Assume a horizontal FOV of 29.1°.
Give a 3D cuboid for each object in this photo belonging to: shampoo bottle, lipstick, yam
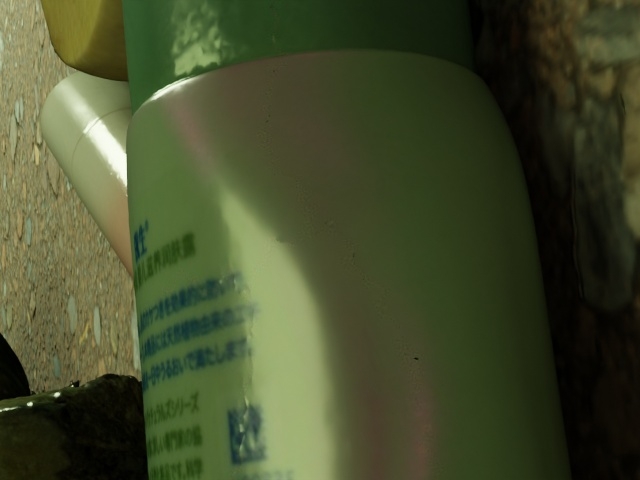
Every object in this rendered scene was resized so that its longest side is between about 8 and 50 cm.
[{"bbox_3d":[0.000,0.000,0.494,0.222,0.151,0.349,141,125,-68],"label":"shampoo bottle"},{"bbox_3d":[-0.119,-0.038,0.846,0.327,0.087,0.087,-136,49,-58],"label":"lipstick"},{"bbox_3d":[-0.202,0.255,0.927,0.195,0.195,0.300,158,109,-65],"label":"yam"}]

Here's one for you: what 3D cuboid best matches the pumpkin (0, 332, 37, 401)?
[{"bbox_3d":[-0.466,0.250,1.344,0.454,0.344,0.454,51,151,43],"label":"pumpkin"}]

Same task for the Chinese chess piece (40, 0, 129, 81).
[{"bbox_3d":[-0.128,-0.235,0.850,0.251,0.097,0.250,178,90,-67],"label":"Chinese chess piece"}]
